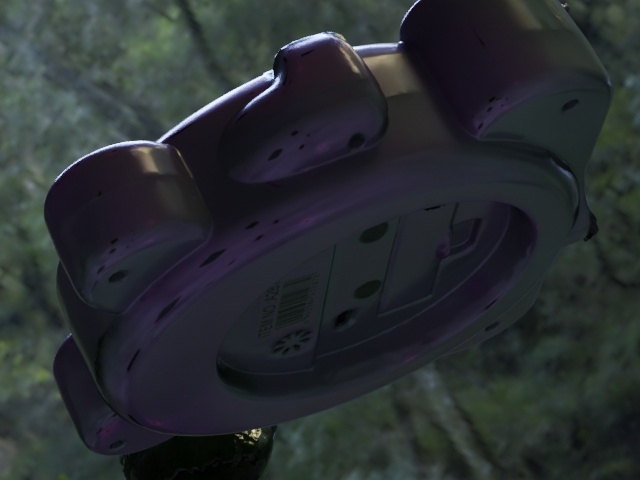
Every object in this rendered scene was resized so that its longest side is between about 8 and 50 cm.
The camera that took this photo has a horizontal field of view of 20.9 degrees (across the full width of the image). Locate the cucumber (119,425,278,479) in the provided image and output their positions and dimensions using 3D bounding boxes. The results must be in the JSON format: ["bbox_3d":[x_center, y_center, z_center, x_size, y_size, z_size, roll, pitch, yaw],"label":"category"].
[{"bbox_3d":[-0.088,0.130,1.417,0.325,0.145,0.105,-83,5,-71],"label":"cucumber"}]

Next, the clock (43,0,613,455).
[{"bbox_3d":[0.000,0.000,0.777,0.248,0.090,0.227,-19,-29,-18],"label":"clock"}]
